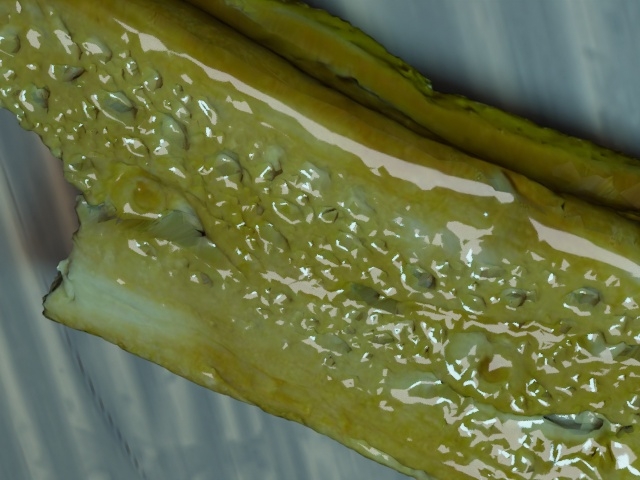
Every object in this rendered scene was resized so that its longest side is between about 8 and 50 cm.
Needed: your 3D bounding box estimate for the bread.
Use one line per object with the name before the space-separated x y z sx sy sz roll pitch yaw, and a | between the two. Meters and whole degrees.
bread | 0.000 0.000 0.770 0.380 0.109 0.185 26 117 2
